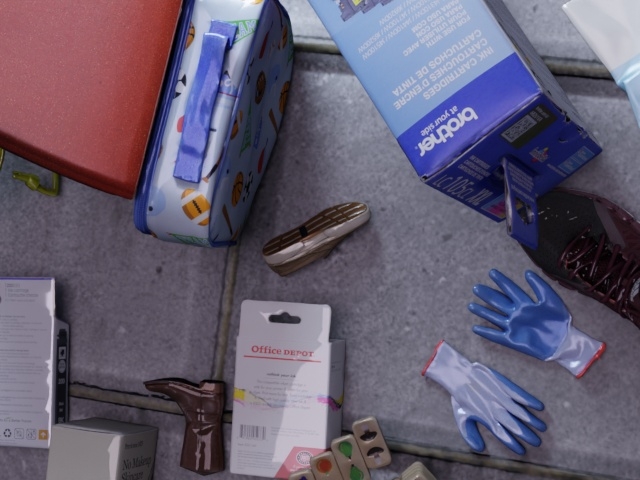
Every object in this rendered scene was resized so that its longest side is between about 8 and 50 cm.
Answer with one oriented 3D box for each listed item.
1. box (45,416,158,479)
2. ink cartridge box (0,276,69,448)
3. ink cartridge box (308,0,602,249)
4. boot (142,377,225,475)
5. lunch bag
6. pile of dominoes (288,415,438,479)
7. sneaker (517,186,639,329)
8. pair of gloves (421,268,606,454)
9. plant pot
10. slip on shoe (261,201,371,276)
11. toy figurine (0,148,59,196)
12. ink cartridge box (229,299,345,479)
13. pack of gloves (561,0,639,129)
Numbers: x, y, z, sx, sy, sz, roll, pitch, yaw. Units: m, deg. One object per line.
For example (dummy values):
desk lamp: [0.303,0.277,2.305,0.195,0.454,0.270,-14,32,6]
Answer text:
box: [-0.264,0.351,1.657,0.094,0.113,0.275,6,90,17]
ink cartridge box: [-0.409,0.147,1.745,0.206,0.045,0.208,0,89,18]
ink cartridge box: [0.134,-0.181,1.446,0.151,0.270,0.395,-37,69,14]
boot: [-0.162,0.220,1.672,0.106,0.037,0.114,3,93,20]
lunch bag: [-0.116,-0.142,1.561,0.115,0.243,0.303,13,91,8]
pile of dominoes: [0.025,0.336,1.565,0.251,0.040,0.196,-40,100,11]
sneaker: [0.314,0.030,1.461,0.281,0.162,0.106,33,97,16]
pair of gloves: [0.206,0.136,1.564,0.159,0.023,0.198,37,97,16]
plant pot: [-0.297,-0.203,1.549,0.235,0.267,0.267,13,90,-13]
slip on shoe: [0.000,0.000,1.628,0.135,0.051,0.041,-27,119,7]
toy figurine: [-0.429,-0.238,1.752,0.217,0.191,0.363,14,100,48]
ink cartridge box: [-0.035,0.168,1.616,0.115,0.067,0.198,3,90,17]
pack of gloves: [0.396,-0.212,1.510,0.195,0.046,0.232,-32,78,13]
